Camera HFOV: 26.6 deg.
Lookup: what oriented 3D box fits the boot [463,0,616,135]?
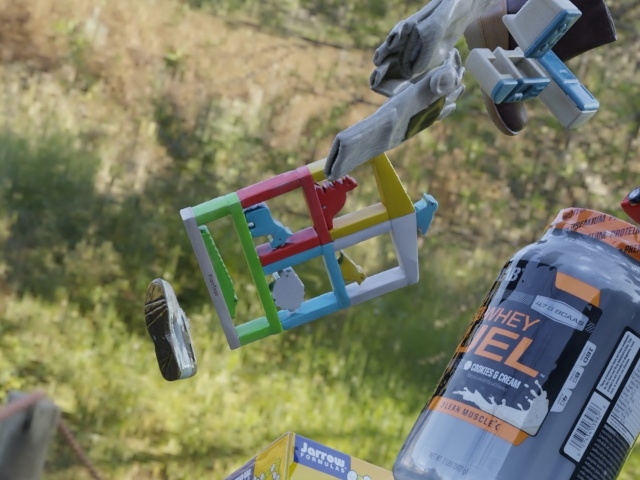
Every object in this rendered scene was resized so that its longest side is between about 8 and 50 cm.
[{"bbox_3d":[0.334,-0.264,1.987,0.207,0.090,0.248,-12,-46,16],"label":"boot"}]

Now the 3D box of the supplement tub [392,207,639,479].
[{"bbox_3d":[0.221,0.139,1.301,0.193,0.316,0.193,29,-14,8],"label":"supplement tub"}]

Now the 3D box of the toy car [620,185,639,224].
[{"bbox_3d":[0.463,-0.051,1.488,0.225,0.053,0.239,28,-24,11],"label":"toy car"}]

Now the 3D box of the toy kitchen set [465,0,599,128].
[{"bbox_3d":[0.318,-0.243,1.793,0.207,0.166,0.122,-12,60,-53],"label":"toy kitchen set"}]

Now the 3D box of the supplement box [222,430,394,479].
[{"bbox_3d":[-0.027,0.479,1.852,0.194,0.356,0.195,25,-44,-25],"label":"supplement box"}]

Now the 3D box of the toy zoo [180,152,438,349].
[{"bbox_3d":[0.000,0.000,1.618,0.293,0.192,0.030,-21,29,-5],"label":"toy zoo"}]

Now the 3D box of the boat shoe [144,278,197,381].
[{"bbox_3d":[-0.190,0.115,1.730,0.050,0.135,0.045,-25,-20,40],"label":"boat shoe"}]

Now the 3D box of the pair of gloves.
[{"bbox_3d":[0.107,-0.169,1.373,0.042,0.240,0.204,43,51,15],"label":"pair of gloves"}]
